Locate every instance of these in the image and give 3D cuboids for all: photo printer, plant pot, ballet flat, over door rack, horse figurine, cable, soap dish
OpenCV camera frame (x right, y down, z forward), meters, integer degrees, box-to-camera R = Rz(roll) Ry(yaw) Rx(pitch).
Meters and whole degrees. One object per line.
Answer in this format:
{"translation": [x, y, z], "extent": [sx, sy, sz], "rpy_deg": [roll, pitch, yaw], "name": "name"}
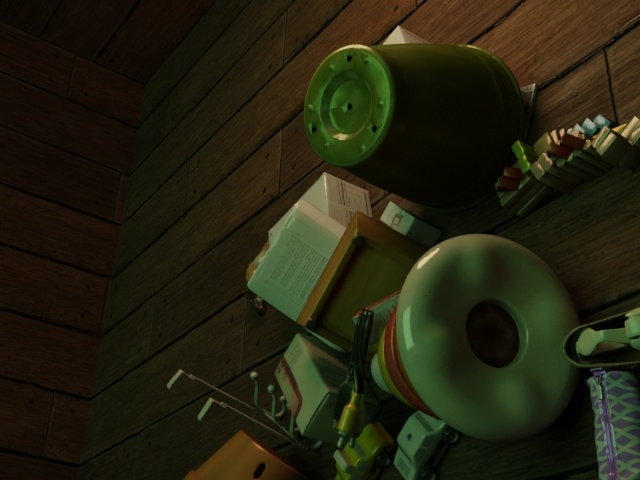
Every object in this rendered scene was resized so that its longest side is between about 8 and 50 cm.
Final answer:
{"translation": [0.017, 0.090, 2.092], "extent": [0.256, 0.307, 0.107], "rpy_deg": [-59, -11, 16], "name": "photo printer"}
{"translation": [0.167, -0.251, 1.852], "extent": [0.366, 0.353, 0.366], "rpy_deg": [-3, 86, 43], "name": "plant pot"}
{"translation": [0.483, 0.148, 1.373], "extent": [0.316, 0.106, 0.107], "rpy_deg": [141, 134, -58], "name": "ballet flat"}
{"translation": [-0.168, 0.381, 2.143], "extent": [0.239, 0.324, 0.108], "rpy_deg": [20, 89, 61], "name": "over door rack"}
{"translation": [-0.160, 0.576, 2.086], "extent": [0.203, 0.291, 0.291], "rpy_deg": [-55, 27, -10], "name": "plant pot"}
{"translation": [-0.148, 0.077, 2.582], "extent": [0.263, 0.066, 0.174], "rpy_deg": [-61, 35, 8], "name": "horse figurine"}
{"translation": [0.087, 0.277, 1.851], "extent": [0.072, 0.139, 0.287], "rpy_deg": [19, 100, 17], "name": "cable"}
{"translation": [0.107, 0.116, 1.950], "extent": [0.291, 0.229, 0.118], "rpy_deg": [-62, -2, 13], "name": "soap dish"}

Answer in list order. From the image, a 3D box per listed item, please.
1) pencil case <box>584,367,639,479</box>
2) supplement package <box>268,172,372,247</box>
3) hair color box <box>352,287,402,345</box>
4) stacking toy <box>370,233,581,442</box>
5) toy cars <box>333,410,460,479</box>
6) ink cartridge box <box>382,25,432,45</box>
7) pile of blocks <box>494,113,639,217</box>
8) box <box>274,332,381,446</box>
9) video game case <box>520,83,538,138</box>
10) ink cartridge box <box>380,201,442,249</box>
{"translation": [0.458, 0.296, 1.387], "extent": [0.086, 0.088, 0.206], "rpy_deg": [-24, 51, 33], "name": "pencil case"}
{"translation": [0.000, 0.000, 2.299], "extent": [0.262, 0.145, 0.204], "rpy_deg": [-45, 36, 37], "name": "supplement package"}
{"translation": [0.143, 0.152, 1.856], "extent": [0.141, 0.072, 0.043], "rpy_deg": [-29, 5, 24], "name": "hair color box"}
{"translation": [0.214, 0.215, 1.677], "extent": [0.480, 0.350, 0.351], "rpy_deg": [141, 142, -62], "name": "stacking toy"}
{"translation": [0.134, 0.432, 1.846], "extent": [0.393, 0.087, 0.176], "rpy_deg": [-35, 43, 45], "name": "toy cars"}
{"translation": [0.235, -0.410, 2.176], "extent": [0.082, 0.139, 0.191], "rpy_deg": [-49, 34, 32], "name": "ink cartridge box"}
{"translation": [0.447, -0.170, 1.690], "extent": [0.362, 0.112, 0.149], "rpy_deg": [-27, 49, 50], "name": "pile of blocks"}
{"translation": [0.011, 0.337, 2.053], "extent": [0.127, 0.148, 0.232], "rpy_deg": [-59, 30, 17], "name": "box"}
{"translation": [0.413, -0.266, 1.914], "extent": [0.087, 0.011, 0.122], "rpy_deg": [-6, 66, 58], "name": "video game case"}
{"translation": [0.204, -0.033, 2.033], "extent": [0.052, 0.088, 0.122], "rpy_deg": [-61, 30, 8], "name": "ink cartridge box"}
